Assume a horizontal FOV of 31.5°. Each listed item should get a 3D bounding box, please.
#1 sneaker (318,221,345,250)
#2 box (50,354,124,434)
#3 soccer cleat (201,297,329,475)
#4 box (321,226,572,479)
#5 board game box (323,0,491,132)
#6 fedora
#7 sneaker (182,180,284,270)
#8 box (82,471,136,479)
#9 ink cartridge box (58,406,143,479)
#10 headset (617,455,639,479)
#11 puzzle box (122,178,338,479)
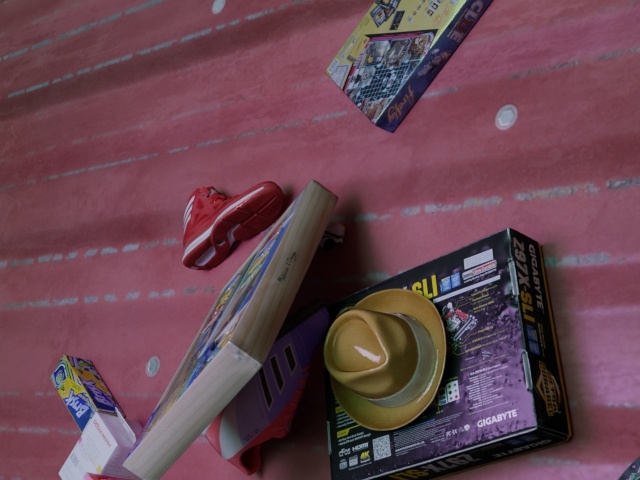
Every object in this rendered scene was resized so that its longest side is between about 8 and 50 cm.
[{"bbox_3d":[0.000,0.000,1.667,0.083,0.032,0.037,-21,59,39],"label":"sneaker"},{"bbox_3d":[-0.399,0.266,1.938,0.169,0.059,0.054,43,107,46],"label":"box"},{"bbox_3d":[-0.060,0.202,1.560,0.116,0.108,0.318,48,128,13],"label":"soccer cleat"},{"bbox_3d":[0.143,0.161,1.424,0.322,0.079,0.257,-26,54,36],"label":"box"},{"bbox_3d":[0.124,-0.298,1.660,0.243,0.042,0.165,-52,44,16],"label":"board game box"},{"bbox_3d":[0.065,0.139,1.398,0.194,0.079,0.194,-20,60,39],"label":"fedora"},{"bbox_3d":[-0.153,-0.059,1.810,0.221,0.087,0.128,-36,52,28],"label":"sneaker"},{"bbox_3d":[-0.331,0.516,1.696,0.142,0.154,0.300,36,101,47],"label":"box"},{"bbox_3d":[-0.333,0.349,1.814,0.143,0.090,0.092,-57,44,9],"label":"ink cartridge box"},{"bbox_3d":[0.415,0.352,1.056,0.243,0.185,0.394,-50,30,13],"label":"headset"},{"bbox_3d":[-0.111,0.111,1.525,0.272,0.052,0.409,-50,9,32],"label":"puzzle box"}]
